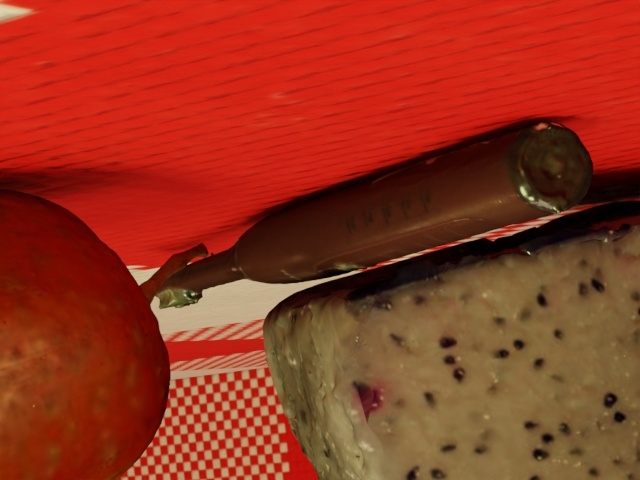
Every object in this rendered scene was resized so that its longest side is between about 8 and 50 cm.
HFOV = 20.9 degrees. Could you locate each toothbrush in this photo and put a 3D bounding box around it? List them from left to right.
[{"bbox_3d":[0.000,-0.001,0.781,0.041,0.040,0.364,-3,173,-29],"label":"toothbrush"}]

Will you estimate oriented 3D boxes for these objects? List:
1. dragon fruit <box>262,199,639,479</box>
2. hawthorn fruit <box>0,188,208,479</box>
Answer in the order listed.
[{"bbox_3d":[0.125,0.094,0.848,0.283,0.221,0.204,-16,175,-14],"label":"dragon fruit"},{"bbox_3d":[-0.119,0.044,0.646,0.204,0.162,0.162,-21,178,-17],"label":"hawthorn fruit"}]
